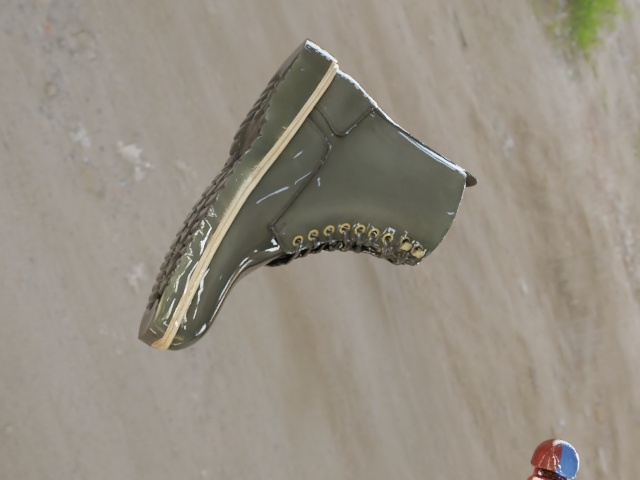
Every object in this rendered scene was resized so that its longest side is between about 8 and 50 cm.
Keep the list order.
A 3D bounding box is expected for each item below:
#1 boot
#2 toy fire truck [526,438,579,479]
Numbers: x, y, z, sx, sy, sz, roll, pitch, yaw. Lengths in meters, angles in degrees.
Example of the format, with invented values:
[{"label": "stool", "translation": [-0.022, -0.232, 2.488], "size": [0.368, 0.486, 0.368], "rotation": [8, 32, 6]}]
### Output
[{"label": "boot", "translation": [0.000, 0.000, 0.666], "size": [0.137, 0.077, 0.198], "rotation": [34, 71, -13]}, {"label": "toy fire truck", "translation": [0.224, 0.341, 1.307], "size": [0.302, 0.169, 0.254], "rotation": [42, 63, -71]}]
